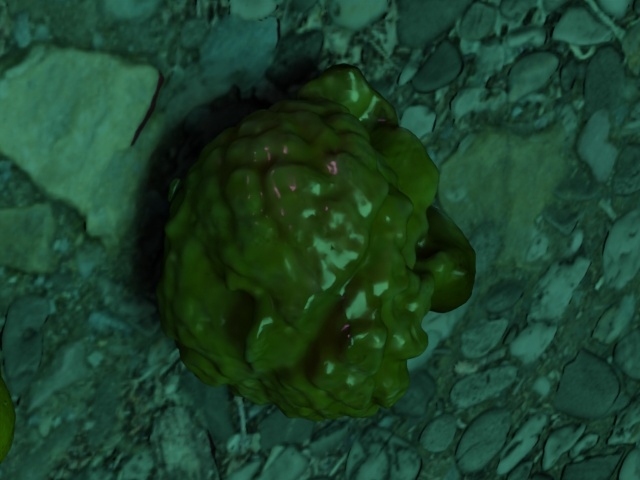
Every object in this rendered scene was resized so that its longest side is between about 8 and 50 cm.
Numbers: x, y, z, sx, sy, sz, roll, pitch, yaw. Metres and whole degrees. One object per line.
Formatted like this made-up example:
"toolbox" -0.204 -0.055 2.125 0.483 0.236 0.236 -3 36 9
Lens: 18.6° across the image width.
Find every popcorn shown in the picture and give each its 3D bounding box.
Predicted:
"popcorn" 0.000 0.000 1.426 0.237 0.206 0.251 36 70 -29

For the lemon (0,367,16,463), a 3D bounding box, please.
"lemon" -0.269 0.126 1.326 0.133 0.109 0.109 -34 131 -21
